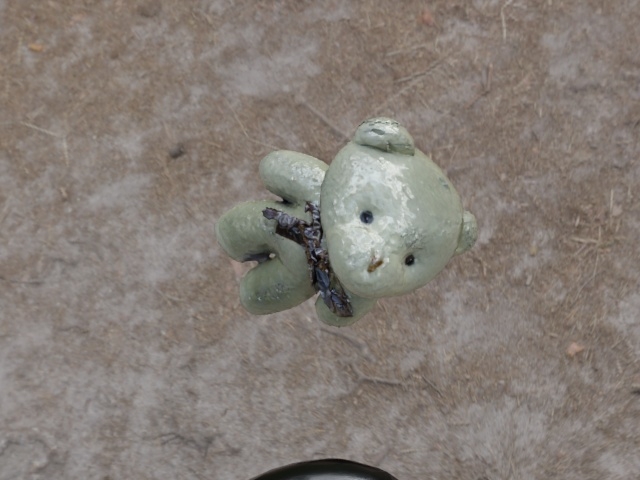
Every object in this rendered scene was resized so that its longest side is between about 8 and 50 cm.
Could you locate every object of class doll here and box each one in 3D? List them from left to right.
[{"bbox_3d":[0.002,0.004,0.720,0.278,0.175,0.149,-21,35,37],"label":"doll"}]

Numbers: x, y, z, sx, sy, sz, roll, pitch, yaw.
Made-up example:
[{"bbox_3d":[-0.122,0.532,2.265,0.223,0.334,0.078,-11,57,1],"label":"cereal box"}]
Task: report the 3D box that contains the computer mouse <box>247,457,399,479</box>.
[{"bbox_3d":[-0.038,0.199,0.315,0.233,0.096,0.137,-30,60,-15],"label":"computer mouse"}]
